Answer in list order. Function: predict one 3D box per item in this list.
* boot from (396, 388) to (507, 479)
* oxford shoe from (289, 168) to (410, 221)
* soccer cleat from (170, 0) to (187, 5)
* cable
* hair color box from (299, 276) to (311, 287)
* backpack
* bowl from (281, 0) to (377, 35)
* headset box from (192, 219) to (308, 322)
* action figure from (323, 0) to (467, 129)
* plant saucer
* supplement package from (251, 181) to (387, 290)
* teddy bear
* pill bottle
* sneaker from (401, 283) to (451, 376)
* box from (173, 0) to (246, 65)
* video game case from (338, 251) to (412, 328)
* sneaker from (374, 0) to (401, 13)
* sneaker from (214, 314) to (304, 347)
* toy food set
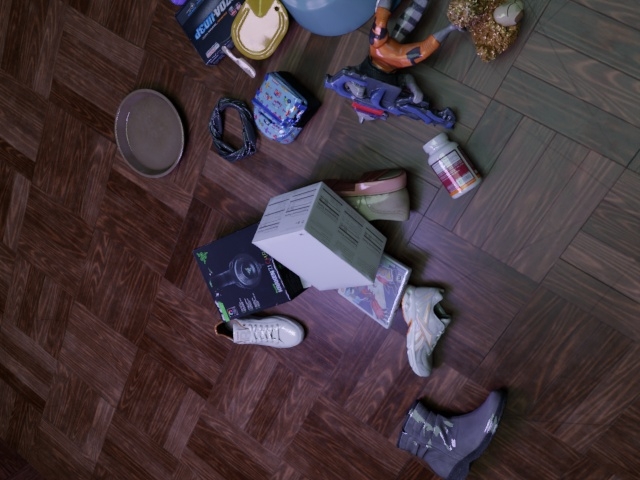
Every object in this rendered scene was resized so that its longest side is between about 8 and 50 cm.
[{"bbox_3d":[0.349,0.504,1.437,0.223,0.118,0.338,31,110,20],"label":"boot"},{"bbox_3d":[0.047,-0.087,1.402,0.397,0.140,0.146,-5,112,29],"label":"oxford shoe"},{"bbox_3d":[-0.321,-0.778,1.400,0.116,0.109,0.318,35,112,14],"label":"soccer cleat"},{"bbox_3d":[-0.262,-0.327,1.534,0.151,0.047,0.184,-13,101,32],"label":"cable"},{"bbox_3d":[-0.028,0.046,1.517,0.093,0.053,0.167,-16,98,27],"label":"hair color box"},{"bbox_3d":[-0.113,-0.350,1.414,0.158,0.117,0.173,46,120,8],"label":"backpack"},{"bbox_3d":[0.000,-0.662,1.251,0.312,0.163,0.311,7,107,24],"label":"bowl"},{"bbox_3d":[-0.217,0.088,1.571,0.283,0.131,0.246,-20,94,28],"label":"headset box"},{"bbox_3d":[0.198,-0.406,1.241,0.342,0.178,0.330,21,135,-18],"label":"action figure"},{"bbox_3d":[-0.536,-0.338,1.655,0.278,0.041,0.277,7,107,24],"label":"plant saucer"},{"bbox_3d":[0.000,0.000,1.339,0.204,0.145,0.262,-12,139,45],"label":"supplement package"},{"bbox_3d":[0.318,-0.544,1.075,0.113,0.245,0.337,-20,104,43],"label":"teddy bear"},{"bbox_3d":[0.320,-0.185,1.274,0.086,0.086,0.152,-35,87,28],"label":"pill bottle"},{"bbox_3d":[0.293,0.246,1.400,0.121,0.099,0.262,-4,103,21],"label":"sneaker"},{"bbox_3d":[-0.284,-0.628,1.453,0.220,0.051,0.175,-34,88,28],"label":"box"},{"bbox_3d":[0.143,0.113,1.430,0.201,0.023,0.183,33,117,38],"label":"video game case"},{"bbox_3d":[0.235,-0.613,1.193,0.275,0.107,0.110,-40,96,28],"label":"sneaker"},{"bbox_3d":[-0.197,0.292,1.624,0.290,0.123,0.105,3,103,23],"label":"sneaker"},{"bbox_3d":[-0.164,-0.561,1.388,0.128,0.071,0.218,34,130,-16],"label":"toy food set"}]
